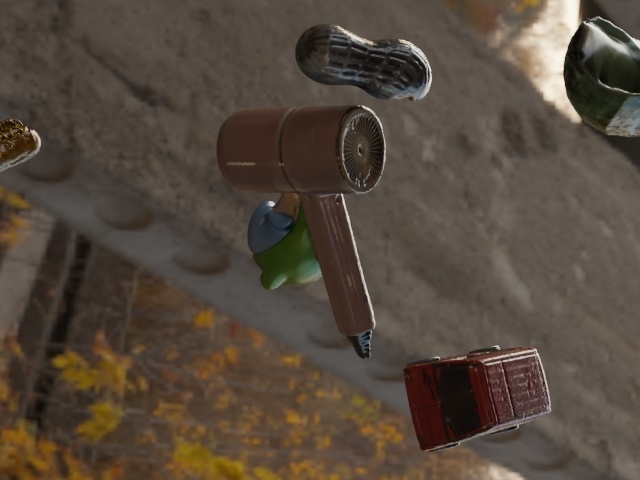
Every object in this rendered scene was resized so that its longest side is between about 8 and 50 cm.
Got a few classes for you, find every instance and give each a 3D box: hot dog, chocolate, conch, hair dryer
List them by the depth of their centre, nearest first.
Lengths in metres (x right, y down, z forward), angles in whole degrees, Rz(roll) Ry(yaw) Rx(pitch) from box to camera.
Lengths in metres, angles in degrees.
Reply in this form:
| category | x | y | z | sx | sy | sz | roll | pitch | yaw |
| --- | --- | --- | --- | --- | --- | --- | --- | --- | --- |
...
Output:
| category | x | y | z | sx | sy | sz | roll | pitch | yaw |
| --- | --- | --- | --- | --- | --- | --- | --- | --- | --- |
| conch | 0.344 | -0.154 | 1.322 | 0.176 | 0.188 | 0.122 | -37 | 139 | -65 |
| chocolate | 0.051 | -0.202 | 1.473 | 0.072 | 0.167 | 0.072 | -169 | -90 | -73 |
| hair dryer | 0.000 | 0.000 | 1.577 | 0.107 | 0.189 | 0.344 | -42 | 125 | -47 |
| hot dog | -0.428 | -0.105 | 1.611 | 0.165 | 0.071 | 0.045 | -31 | 143 | -39 |

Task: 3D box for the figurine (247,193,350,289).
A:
| category | x | y | z | sx | sy | sz | roll | pitch | yaw |
| --- | --- | --- | --- | --- | --- | --- | --- | --- | --- |
| figurine | -0.011 | -0.048 | 1.879 | 0.263 | 0.143 | 0.162 | -60 | 180 | 15 |

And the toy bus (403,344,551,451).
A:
| category | x | y | z | sx | sy | sz | roll | pitch | yaw |
| --- | --- | --- | --- | --- | --- | --- | --- | --- | --- |
| toy bus | 0.152 | 0.135 | 1.158 | 0.195 | 0.089 | 0.081 | 0 | 75 | -57 |
